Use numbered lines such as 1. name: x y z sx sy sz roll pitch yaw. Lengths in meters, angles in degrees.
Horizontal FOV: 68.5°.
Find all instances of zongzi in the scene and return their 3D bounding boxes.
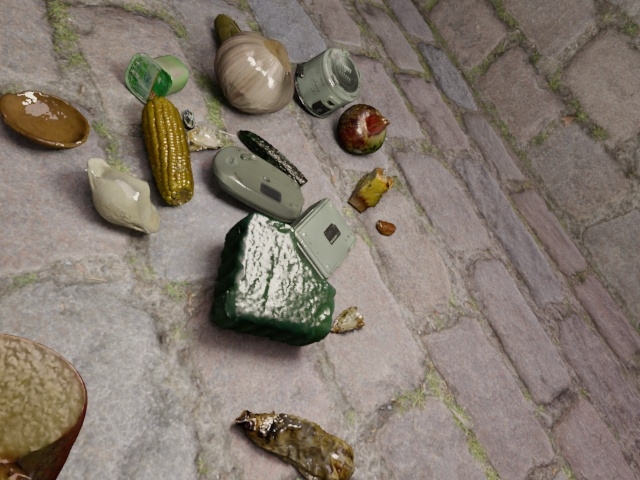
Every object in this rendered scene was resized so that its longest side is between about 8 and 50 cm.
1. zongzi: -0.315 -0.792 1.857 0.205 0.094 0.204 5 57 -40

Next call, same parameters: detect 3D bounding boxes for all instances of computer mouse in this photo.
1. computer mouse: -0.198 -0.173 1.496 0.331 0.095 0.197 30 47 -28

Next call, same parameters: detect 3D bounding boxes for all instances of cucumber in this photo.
1. cucumber: -0.167 -0.288 1.623 0.293 0.067 0.067 43 44 -3

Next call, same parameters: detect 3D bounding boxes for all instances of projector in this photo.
1. projector: 0.000 0.000 1.478 0.191 0.099 0.256 55 38 -12

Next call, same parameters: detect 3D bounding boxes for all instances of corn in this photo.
1. corn: -0.442 -0.264 1.357 0.121 0.120 0.362 2 60 -37

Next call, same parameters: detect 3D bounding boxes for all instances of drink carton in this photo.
1. drink carton: -0.506 -0.517 1.483 0.144 0.146 0.142 42 35 -6

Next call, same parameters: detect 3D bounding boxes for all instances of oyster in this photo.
1. oyster: -0.370 -0.319 1.501 0.122 0.045 0.146 18 43 -22
2. oyster: -0.051 0.495 1.140 0.345 0.079 0.128 33 53 -18
3. oyster: 0.081 0.245 1.448 0.132 0.029 0.086 5 51 -31

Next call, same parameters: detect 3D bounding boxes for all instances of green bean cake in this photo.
1. green bean cake: -0.118 0.111 1.264 0.308 0.169 0.299 20 63 -25

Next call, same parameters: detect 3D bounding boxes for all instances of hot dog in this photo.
1. hot dog: 0.247 -0.050 1.784 0.083 0.035 0.058 14 52 -30

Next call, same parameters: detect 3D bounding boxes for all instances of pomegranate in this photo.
1. pomegranate: 0.185 -0.448 1.880 0.215 0.248 0.214 -1 92 -32

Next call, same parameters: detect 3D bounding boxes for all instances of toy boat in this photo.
1. toy boat: -0.423 -0.391 1.521 0.038 0.038 0.083 5 56 -35

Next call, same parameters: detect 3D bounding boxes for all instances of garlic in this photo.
1. garlic: -0.232 -0.582 1.659 0.317 0.260 0.317 50 25 -34

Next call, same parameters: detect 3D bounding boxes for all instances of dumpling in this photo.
1. dumpling: -0.500 -0.114 1.216 0.216 0.126 0.166 25 20 -9

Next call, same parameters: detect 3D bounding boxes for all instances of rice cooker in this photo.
1. rice cooker: 0.024 -0.634 1.904 0.281 0.227 0.240 21 65 -42

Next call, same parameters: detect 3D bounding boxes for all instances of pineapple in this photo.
1. pineapple: 0.192 -0.192 1.772 0.114 0.186 0.236 41 0 -1

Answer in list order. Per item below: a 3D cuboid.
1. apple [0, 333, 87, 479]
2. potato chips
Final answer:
1. apple: -0.577 0.314 0.718 0.365 0.295 0.328 19 24 -23
2. potato chips: -0.713 -0.302 1.215 0.208 0.062 0.195 12 47 -29
